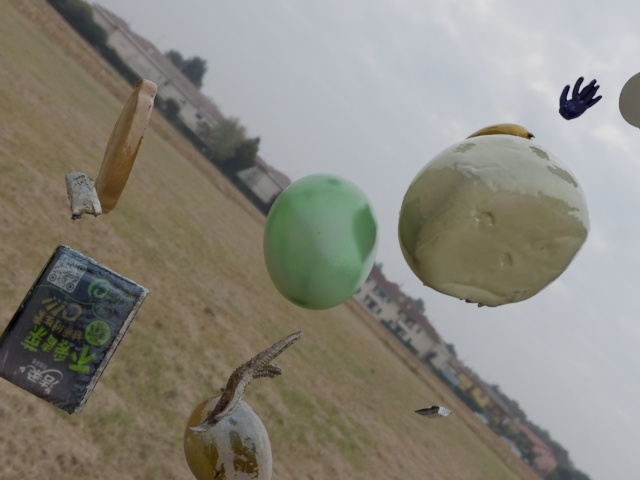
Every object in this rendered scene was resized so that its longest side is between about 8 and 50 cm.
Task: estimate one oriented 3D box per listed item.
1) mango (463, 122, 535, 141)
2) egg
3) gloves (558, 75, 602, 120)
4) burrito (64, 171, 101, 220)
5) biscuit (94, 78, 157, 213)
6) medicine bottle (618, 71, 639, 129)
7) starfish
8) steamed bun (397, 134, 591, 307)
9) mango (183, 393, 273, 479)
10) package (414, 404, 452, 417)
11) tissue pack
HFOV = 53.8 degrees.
[{"bbox_3d":[0.375,-0.200,1.358,0.187,0.066,0.101,-4,-53,42],"label":"mango"},{"bbox_3d":[0.000,0.000,1.199,0.220,0.270,0.220,11,-32,7],"label":"egg"},{"bbox_3d":[0.479,-0.266,1.175,0.064,0.086,0.026,39,38,-9],"label":"gloves"},{"bbox_3d":[-0.411,-0.079,1.089,0.051,0.042,0.171,3,20,-27],"label":"burrito"},{"bbox_3d":[-0.475,-0.215,1.498,0.057,0.312,0.351,21,-12,-23],"label":"biscuit"},{"bbox_3d":[0.645,-0.247,1.135,0.246,0.147,0.147,-6,36,-37],"label":"medicine bottle"},{"bbox_3d":[-0.115,0.216,0.970,0.057,0.213,0.238,45,4,8],"label":"starfish"},{"bbox_3d":[0.318,-0.055,1.181,0.333,0.312,0.233,24,34,-27],"label":"steamed bun"},{"bbox_3d":[-0.199,0.472,1.390,0.192,0.146,0.316,3,29,-22],"label":"mango"},{"bbox_3d":[0.168,0.254,0.934,0.110,0.037,0.015,40,39,-62],"label":"package"},{"bbox_3d":[-0.419,0.145,1.054,0.173,0.236,0.073,26,-11,3],"label":"tissue pack"}]
